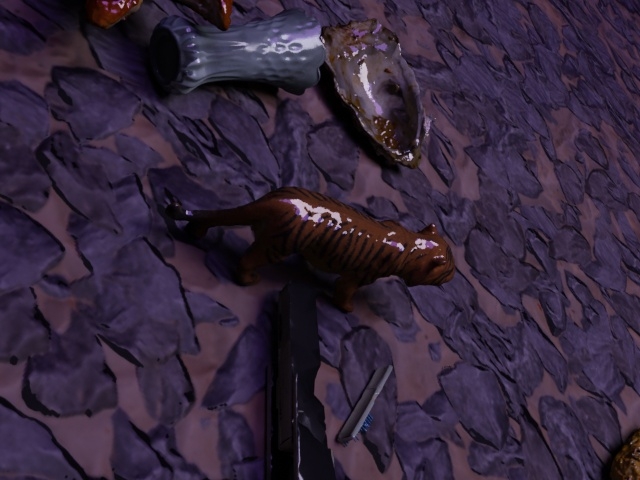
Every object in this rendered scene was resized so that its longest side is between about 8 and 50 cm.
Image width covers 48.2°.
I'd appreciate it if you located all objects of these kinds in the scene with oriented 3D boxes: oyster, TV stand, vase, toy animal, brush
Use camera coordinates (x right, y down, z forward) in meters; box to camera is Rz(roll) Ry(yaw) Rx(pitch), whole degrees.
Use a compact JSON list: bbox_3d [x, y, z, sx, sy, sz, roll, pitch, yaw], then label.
[{"bbox_3d":[0.059,-0.154,0.748,0.105,0.056,0.177,-32,85,-37],"label":"oyster"},{"bbox_3d":[-0.013,0.142,0.482,0.036,0.042,0.249,20,50,-29],"label":"TV stand"},{"bbox_3d":[-0.074,-0.161,0.618,0.149,0.081,0.081,-18,75,-43],"label":"vase"},{"bbox_3d":[0.000,0.000,0.550,0.241,0.099,0.056,20,50,-33],"label":"toy animal"},{"bbox_3d":[0.037,0.128,0.557,0.013,0.016,0.083,56,40,-16],"label":"brush"}]

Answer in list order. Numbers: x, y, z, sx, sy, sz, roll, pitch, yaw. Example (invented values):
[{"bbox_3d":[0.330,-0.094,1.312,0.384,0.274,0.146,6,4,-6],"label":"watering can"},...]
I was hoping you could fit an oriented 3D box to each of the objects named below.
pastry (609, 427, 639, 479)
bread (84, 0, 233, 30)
[{"bbox_3d":[0.341,0.234,0.735,0.140,0.056,0.080,-2,71,-51],"label":"pastry"},{"bbox_3d":[-0.166,-0.264,0.560,0.139,0.095,0.269,-19,59,-38],"label":"bread"}]
